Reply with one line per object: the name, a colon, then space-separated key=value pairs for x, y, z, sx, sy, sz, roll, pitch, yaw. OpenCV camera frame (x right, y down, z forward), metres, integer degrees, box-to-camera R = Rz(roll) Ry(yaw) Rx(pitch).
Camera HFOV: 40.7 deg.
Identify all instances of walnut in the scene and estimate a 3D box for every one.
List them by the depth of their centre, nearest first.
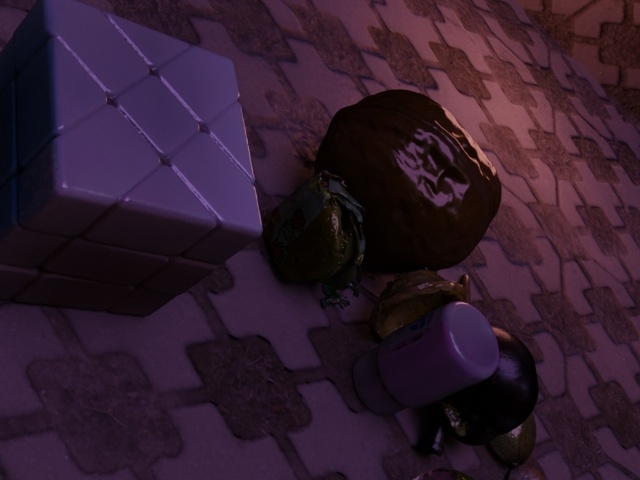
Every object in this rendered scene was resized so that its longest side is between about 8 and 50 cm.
walnut: x=0.175 y=-0.121 z=1.768 sx=0.398 sy=0.308 sz=0.354 roll=42 pitch=41 yaw=-13

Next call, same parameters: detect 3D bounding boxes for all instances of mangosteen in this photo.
mangosteen: x=0.294 y=0.300 z=1.686 sx=0.289 sy=0.231 sz=0.231 roll=-43 pitch=98 yaw=-30

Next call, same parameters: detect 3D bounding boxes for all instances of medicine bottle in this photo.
medicine bottle: x=0.188 y=0.223 z=1.585 sx=0.152 sy=0.255 sz=0.151 roll=25 pitch=49 yaw=-33

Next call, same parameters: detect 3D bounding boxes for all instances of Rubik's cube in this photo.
Rubik's cube: x=-0.314 y=-0.101 z=1.242 sx=0.319 sy=0.316 sz=0.321 roll=13 pitch=56 yaw=-41

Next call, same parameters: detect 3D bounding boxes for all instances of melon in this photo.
melon: x=0.416 y=0.408 z=1.830 sx=0.160 sy=0.079 sz=0.128 roll=21 pitch=44 yaw=-38

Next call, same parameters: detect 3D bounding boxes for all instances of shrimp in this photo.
shrimp: x=0.432 y=0.556 z=1.773 sx=0.126 sy=0.047 sz=0.223 roll=32 pitch=38 yaw=-17

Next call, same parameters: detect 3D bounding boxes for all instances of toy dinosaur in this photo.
toy dinosaur: x=0.033 y=0.092 z=1.701 sx=0.060 sy=0.029 sz=0.119 roll=23 pitch=44 yaw=-12

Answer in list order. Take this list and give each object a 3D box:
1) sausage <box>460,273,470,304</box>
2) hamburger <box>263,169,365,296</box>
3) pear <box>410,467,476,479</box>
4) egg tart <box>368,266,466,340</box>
sausage: x=0.333 y=0.131 z=1.986 sx=0.024 sy=0.024 sz=0.132 roll=32 pitch=45 yaw=-27
hamburger: x=0.002 y=0.003 z=1.588 sx=0.125 sy=0.214 sz=0.235 roll=-4 pitch=72 yaw=-35
pear: x=0.230 y=0.510 z=1.488 sx=0.187 sy=0.188 sz=0.219 roll=-47 pitch=122 yaw=-51
egg tart: x=0.186 y=0.126 z=1.703 sx=0.213 sy=0.212 sz=0.090 roll=14 pitch=40 yaw=-40
